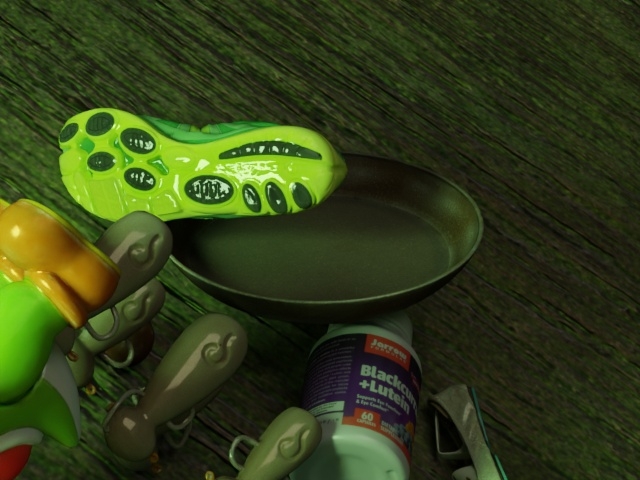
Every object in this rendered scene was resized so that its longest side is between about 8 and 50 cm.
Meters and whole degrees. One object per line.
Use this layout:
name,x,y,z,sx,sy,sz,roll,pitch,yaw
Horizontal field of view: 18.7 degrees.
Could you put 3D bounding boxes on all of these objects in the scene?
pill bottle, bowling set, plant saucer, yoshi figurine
pill bottle,0.036,0.145,1.766,0.108,0.108,0.193,22,41,-10
bowling set,-0.155,0.127,1.659,0.154,0.200,0.287,-45,105,-27
plant saucer,0.000,0.000,1.856,0.310,0.050,0.310,-1,28,1
yoshi figurine,-0.320,0.122,1.420,0.203,0.203,0.362,27,78,26

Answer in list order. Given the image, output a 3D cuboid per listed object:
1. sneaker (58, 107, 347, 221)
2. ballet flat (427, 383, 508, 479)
sneaker,-0.113,-0.064,1.847,0.295,0.109,0.123,6,1,20
ballet flat,0.140,0.208,1.821,0.052,0.057,0.168,-13,48,-6
